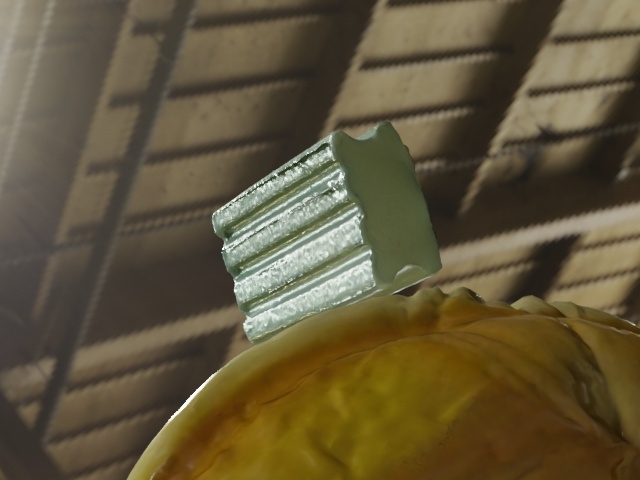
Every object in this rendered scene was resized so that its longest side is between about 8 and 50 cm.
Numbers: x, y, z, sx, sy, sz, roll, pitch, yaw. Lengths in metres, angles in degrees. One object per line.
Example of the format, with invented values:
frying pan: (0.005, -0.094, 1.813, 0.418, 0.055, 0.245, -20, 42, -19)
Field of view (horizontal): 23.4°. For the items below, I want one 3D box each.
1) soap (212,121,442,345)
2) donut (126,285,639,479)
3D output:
soap: (0.000, 0.000, 1.116, 0.063, 0.115, 0.198, -13, -8, -32)
donut: (0.076, 0.239, 0.641, 0.448, 0.449, 0.198, -29, 1, -24)
